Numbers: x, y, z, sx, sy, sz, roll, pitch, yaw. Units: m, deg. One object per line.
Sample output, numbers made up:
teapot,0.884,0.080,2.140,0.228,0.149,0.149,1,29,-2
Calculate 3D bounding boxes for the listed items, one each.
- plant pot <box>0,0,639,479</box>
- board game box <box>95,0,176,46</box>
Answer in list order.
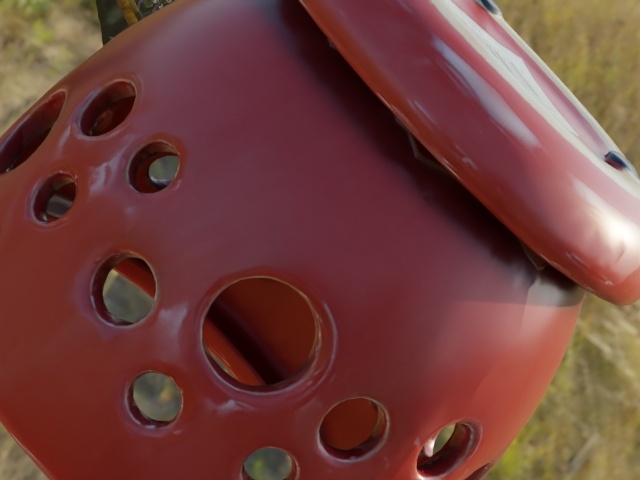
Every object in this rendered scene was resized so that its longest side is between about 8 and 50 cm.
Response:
plant pot,0.000,0.000,0.516,0.191,0.174,0.191,43,16,-15
board game box,-0.054,-0.165,1.012,0.186,0.126,0.026,-1,21,15
